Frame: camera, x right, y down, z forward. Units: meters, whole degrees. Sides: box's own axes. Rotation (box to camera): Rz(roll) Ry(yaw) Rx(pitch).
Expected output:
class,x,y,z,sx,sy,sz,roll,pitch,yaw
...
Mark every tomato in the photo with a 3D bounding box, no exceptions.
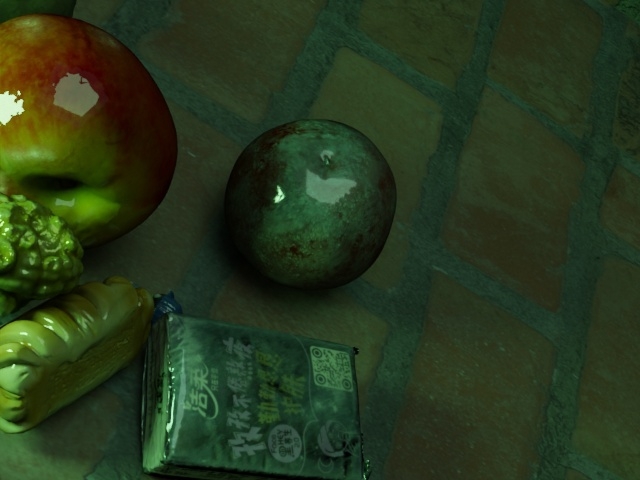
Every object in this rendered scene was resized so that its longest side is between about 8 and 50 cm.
class,x,y,z,sx,sy,sz,roll,pitch,yaw
tomato,-0.018,-0.065,2.108,0.316,0.282,0.317,5,61,-9

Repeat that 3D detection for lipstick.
class,x,y,z,sx,sy,sz,roll,pitch,yaw
lipstick,-0.441,0.112,1.839,0.027,0.027,0.176,47,42,7

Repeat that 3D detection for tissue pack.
class,x,y,z,sx,sy,sz,roll,pitch,yaw
tissue pack,-0.104,0.264,1.871,0.361,0.122,0.259,11,58,-27

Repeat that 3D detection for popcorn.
class,x,y,z,sx,sy,sz,roll,pitch,yaw
popcorn,-0.451,0.028,1.670,0.218,0.189,0.169,26,43,-32

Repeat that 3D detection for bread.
class,x,y,z,sx,sy,sz,roll,pitch,yaw
bread,-0.379,0.158,1.745,0.121,0.173,0.311,28,32,22

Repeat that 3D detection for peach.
class,x,y,z,sx,sy,sz,roll,pitch,yaw
peach,-0.418,-0.182,1.859,0.388,0.388,0.388,19,47,-22

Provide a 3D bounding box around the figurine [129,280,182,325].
class,x,y,z,sx,sy,sz,roll,pitch,yaw
figurine,-0.291,0.108,1.914,0.136,0.079,0.077,22,87,-26

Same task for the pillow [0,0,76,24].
class,x,y,z,sx,sy,sz,roll,pitch,yaw
pillow,-0.505,-0.354,1.981,0.185,0.302,0.075,-14,54,-37
